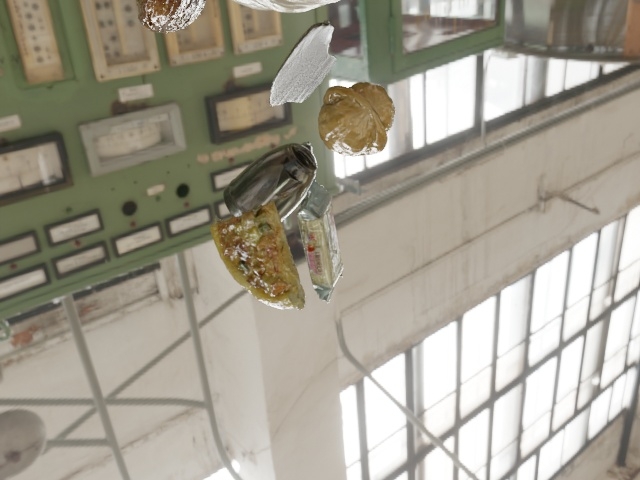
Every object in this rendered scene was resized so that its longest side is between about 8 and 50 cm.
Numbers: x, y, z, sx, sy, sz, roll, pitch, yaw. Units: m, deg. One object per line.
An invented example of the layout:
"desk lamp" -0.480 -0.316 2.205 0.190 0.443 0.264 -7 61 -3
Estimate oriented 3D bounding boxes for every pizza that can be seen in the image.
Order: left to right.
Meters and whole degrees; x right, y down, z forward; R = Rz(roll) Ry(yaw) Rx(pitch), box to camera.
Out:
"pizza" -0.122 0.017 1.175 0.058 0.197 0.292 -17 -132 -41

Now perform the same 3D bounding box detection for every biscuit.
"biscuit" -0.001 0.002 1.748 0.079 0.309 0.186 -3 -157 15

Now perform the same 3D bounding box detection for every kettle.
"kettle" -0.141 -0.221 2.198 0.324 0.228 0.321 -39 -165 27

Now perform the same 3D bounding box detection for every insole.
"insole" -0.018 -0.222 0.816 0.009 0.119 0.348 40 -168 -2

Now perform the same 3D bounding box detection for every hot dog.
"hot dog" -0.376 -0.640 1.489 0.174 0.267 0.387 -12 -165 1

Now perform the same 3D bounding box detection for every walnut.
"walnut" 0.106 -0.359 1.848 0.224 0.257 0.257 -40 -142 -14

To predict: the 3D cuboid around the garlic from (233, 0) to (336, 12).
"garlic" -0.032 -0.483 0.917 0.321 0.241 0.322 -11 -117 22
